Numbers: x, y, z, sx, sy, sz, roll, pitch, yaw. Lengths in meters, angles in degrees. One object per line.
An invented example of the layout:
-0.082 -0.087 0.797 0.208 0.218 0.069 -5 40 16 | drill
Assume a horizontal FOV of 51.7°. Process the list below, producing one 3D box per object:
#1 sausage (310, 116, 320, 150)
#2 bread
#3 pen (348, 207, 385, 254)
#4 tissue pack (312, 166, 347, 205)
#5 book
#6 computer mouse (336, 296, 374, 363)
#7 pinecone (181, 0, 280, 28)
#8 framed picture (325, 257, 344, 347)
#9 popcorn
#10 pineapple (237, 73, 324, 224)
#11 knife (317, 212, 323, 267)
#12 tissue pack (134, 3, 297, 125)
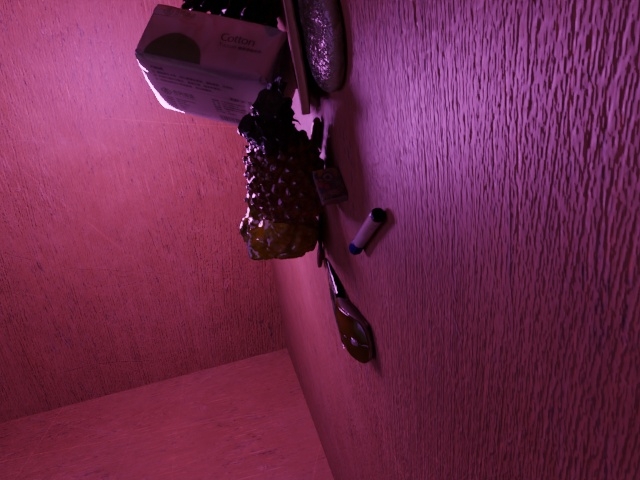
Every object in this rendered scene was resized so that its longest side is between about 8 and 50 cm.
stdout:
-0.013 -0.264 1.651 0.132 0.024 0.024 94 160 -63 | sausage
-0.004 -0.427 1.328 0.267 0.040 0.267 167 90 -81 | bread
0.092 -0.015 1.354 0.269 0.033 0.033 113 143 -75 | pen
0.021 -0.125 1.526 0.035 0.063 0.083 101 155 -62 | tissue pack
-0.067 -0.495 1.513 0.262 0.028 0.374 -101 0 -67 | book
0.079 0.228 1.705 0.245 0.056 0.126 -134 32 -70 | computer mouse
-0.250 -0.629 1.778 0.246 0.292 0.247 -10 75 43 | pinecone
0.042 0.181 1.926 0.195 0.010 0.200 -106 7 -62 | framed picture
-0.118 -0.072 1.908 0.276 0.225 0.277 13 108 45 | popcorn
-0.101 -0.220 1.575 0.223 0.222 0.357 -113 6 -45 | pineapple
0.000 0.000 1.976 0.247 0.018 0.035 92 167 -49 | knife
-0.251 -0.434 1.691 0.266 0.356 0.194 80 -153 -69 | tissue pack
